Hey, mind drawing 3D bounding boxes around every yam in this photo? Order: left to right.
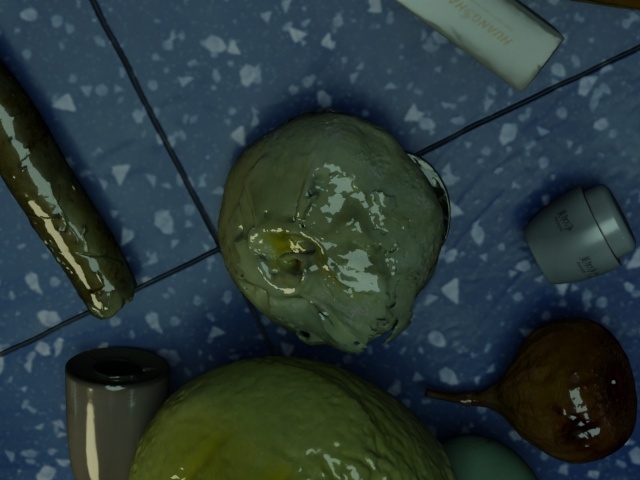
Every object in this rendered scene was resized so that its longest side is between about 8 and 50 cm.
[{"bbox_3d":[-0.279,-0.066,1.575,0.067,0.071,0.317,-41,107,-37],"label":"yam"}]

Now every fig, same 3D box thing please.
[{"bbox_3d":[0.216,0.164,1.623,0.201,0.134,0.146,-17,74,24],"label":"fig"}]

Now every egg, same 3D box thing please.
[{"bbox_3d":[0.156,0.310,1.617,0.168,0.168,0.231,-3,99,0],"label":"egg"}]

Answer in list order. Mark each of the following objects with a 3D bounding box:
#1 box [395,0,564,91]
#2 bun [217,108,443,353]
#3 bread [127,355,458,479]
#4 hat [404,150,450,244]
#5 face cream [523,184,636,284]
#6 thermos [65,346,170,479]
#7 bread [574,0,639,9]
[{"bbox_3d":[0.132,-0.215,1.462,0.149,0.233,0.067,33,101,-8],"label":"box"},{"bbox_3d":[0.000,0.000,1.532,0.239,0.141,0.239,14,120,26],"label":"bun"},{"bbox_3d":[-0.035,0.261,1.522,0.237,0.320,0.320,6,107,-46],"label":"bread"},{"bbox_3d":[0.079,-0.029,1.599,0.121,0.050,0.121,-1,105,-3],"label":"hat"},{"bbox_3d":[0.258,-0.005,1.587,0.095,0.091,0.091,-27,102,13],"label":"face cream"},{"bbox_3d":[-0.193,0.215,1.633,0.137,0.105,0.193,-8,109,-31],"label":"thermos"},{"bbox_3d":[0.287,-0.290,1.514,0.241,0.107,0.136,8,100,-3],"label":"bread"}]
